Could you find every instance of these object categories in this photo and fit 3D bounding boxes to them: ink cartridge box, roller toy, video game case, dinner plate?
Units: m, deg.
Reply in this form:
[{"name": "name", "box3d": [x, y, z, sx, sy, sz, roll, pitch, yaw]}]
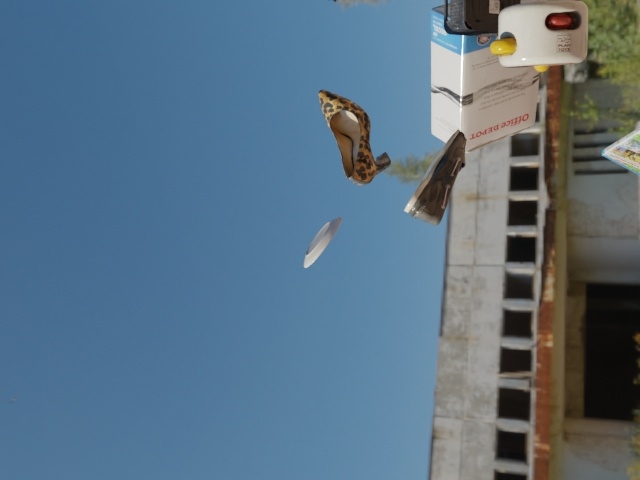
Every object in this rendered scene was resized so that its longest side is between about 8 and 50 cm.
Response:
[{"name": "ink cartridge box", "box3d": [0.477, -0.492, 1.965, 0.286, 0.166, 0.394, -21, -51, -19]}, {"name": "roller toy", "box3d": [0.499, -0.456, 1.529, 0.209, 0.191, 0.146, -19, -70, -54]}, {"name": "video game case", "box3d": [0.646, -0.182, 1.298, 0.119, 0.166, 0.015, 23, -119, -16]}, {"name": "dinner plate", "box3d": [0.000, 0.000, 1.512, 0.017, 0.141, 0.141, 36, -137, -8]}]

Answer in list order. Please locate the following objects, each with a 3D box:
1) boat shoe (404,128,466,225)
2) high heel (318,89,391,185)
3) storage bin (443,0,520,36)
[{"name": "boat shoe", "box3d": [0.327, -0.163, 1.796, 0.335, 0.095, 0.112, -54, -2, -36]}, {"name": "high heel", "box3d": [0.054, -0.253, 1.632, 0.261, 0.093, 0.186, 50, -145, 1]}, {"name": "storage bin", "box3d": [0.407, -0.582, 1.703, 0.180, 0.084, 0.122, -5, -80, -26]}]
